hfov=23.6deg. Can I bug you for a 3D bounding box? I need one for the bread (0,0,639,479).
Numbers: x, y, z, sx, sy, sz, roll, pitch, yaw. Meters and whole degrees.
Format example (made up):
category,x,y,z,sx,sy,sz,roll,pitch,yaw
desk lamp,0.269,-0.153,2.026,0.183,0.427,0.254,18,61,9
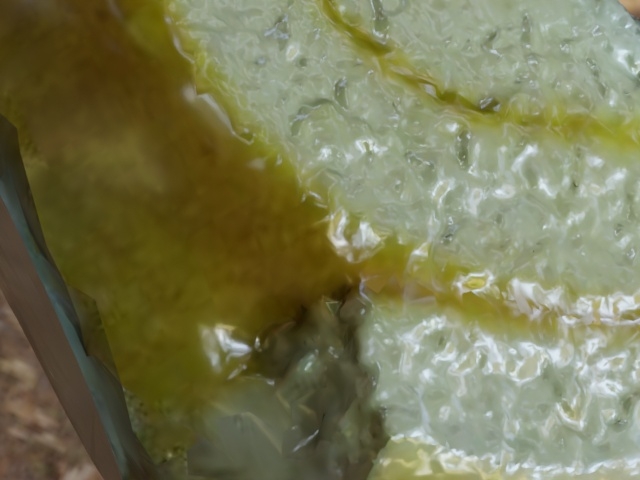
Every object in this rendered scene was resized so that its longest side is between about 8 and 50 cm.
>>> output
category,x,y,z,sx,sy,sz,roll,pitch,yaw
bread,0.000,0.008,0.641,0.264,0.239,0.395,-21,69,-28
